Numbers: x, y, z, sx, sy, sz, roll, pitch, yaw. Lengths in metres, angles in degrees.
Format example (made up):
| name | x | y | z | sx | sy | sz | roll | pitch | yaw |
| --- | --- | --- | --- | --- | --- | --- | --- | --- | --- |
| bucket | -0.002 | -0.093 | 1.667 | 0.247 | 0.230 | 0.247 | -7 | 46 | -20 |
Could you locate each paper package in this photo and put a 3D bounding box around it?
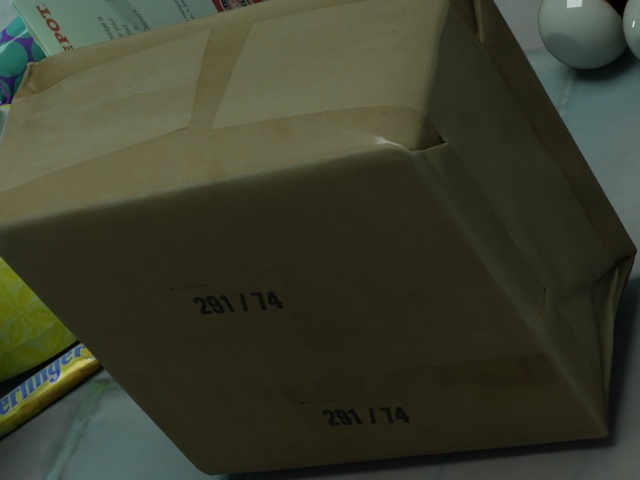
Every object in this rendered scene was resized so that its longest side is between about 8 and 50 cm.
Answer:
| name | x | y | z | sx | sy | sz | roll | pitch | yaw |
| --- | --- | --- | --- | --- | --- | --- | --- | --- | --- |
| paper package | 0.000 | 0.000 | 1.299 | 0.325 | 0.309 | 0.168 | -11 | 45 | 29 |

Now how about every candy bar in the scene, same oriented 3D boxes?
| name | x | y | z | sx | sy | sz | roll | pitch | yaw |
| --- | --- | --- | --- | --- | --- | --- | --- | --- | --- |
| candy bar | -0.235 | 0.127 | 1.584 | 0.161 | 0.018 | 0.040 | -34 | 35 | -3 |

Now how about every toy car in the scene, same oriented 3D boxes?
| name | x | y | z | sx | sy | sz | roll | pitch | yaw |
| --- | --- | --- | --- | --- | --- | --- | --- | --- | --- |
| toy car | 0.246 | -0.221 | 1.520 | 0.182 | 0.136 | 0.159 | 8 | 51 | 43 |

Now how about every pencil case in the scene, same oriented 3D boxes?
| name | x | y | z | sx | sy | sz | roll | pitch | yaw |
| --- | --- | --- | --- | --- | --- | --- | --- | --- | --- |
| pencil case | -0.280 | -0.205 | 1.974 | 0.070 | 0.064 | 0.151 | 31 | 68 | 35 |

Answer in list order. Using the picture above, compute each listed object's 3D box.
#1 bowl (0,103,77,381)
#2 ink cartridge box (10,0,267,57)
| name | x | y | z | sx | sy | sz | roll | pitch | yaw |
| --- | --- | --- | --- | --- | --- | --- | --- | --- | --- |
| bowl | -0.282 | -0.030 | 1.677 | 0.289 | 0.156 | 0.289 | -23 | 33 | 16 |
| ink cartridge box | -0.101 | -0.188 | 1.699 | 0.273 | 0.197 | 0.114 | -2 | 44 | 35 |
